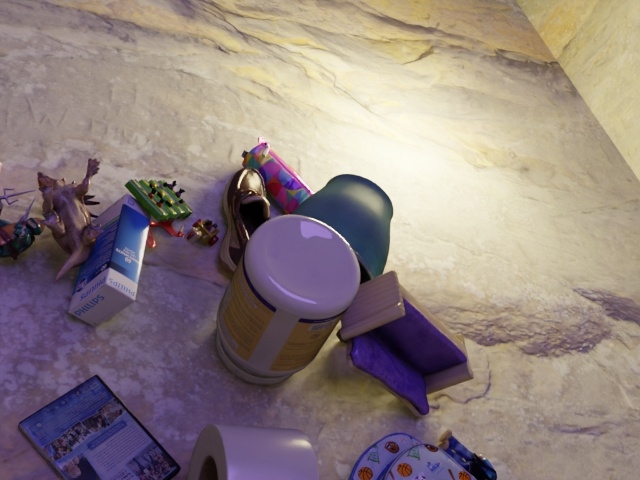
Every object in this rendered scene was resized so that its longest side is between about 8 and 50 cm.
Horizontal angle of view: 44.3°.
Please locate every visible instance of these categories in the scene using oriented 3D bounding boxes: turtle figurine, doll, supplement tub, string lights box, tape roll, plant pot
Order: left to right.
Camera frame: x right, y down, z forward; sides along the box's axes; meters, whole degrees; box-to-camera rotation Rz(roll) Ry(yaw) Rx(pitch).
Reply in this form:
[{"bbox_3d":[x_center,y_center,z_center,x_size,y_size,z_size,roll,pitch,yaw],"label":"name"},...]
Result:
[{"bbox_3d":[-0.647,-0.013,1.606,0.175,0.118,0.234,19,43,41],"label":"turtle figurine"},{"bbox_3d":[-0.442,0.039,1.662,0.076,0.133,0.260,37,35,-33],"label":"string lights box"},{"bbox_3d":[-0.125,0.451,1.384,0.169,0.246,0.246,9,46,-24],"label":"tape roll"},{"bbox_3d":[-0.080,0.134,1.639,0.240,0.331,0.241,13,48,-15],"label":"supplement tub"},{"bbox_3d":[0.047,-0.007,1.823,0.271,0.272,0.255,31,52,-1],"label":"plant pot"},{"bbox_3d":[0.343,0.512,1.759,0.189,0.046,0.129,40,32,-1],"label":"doll"}]

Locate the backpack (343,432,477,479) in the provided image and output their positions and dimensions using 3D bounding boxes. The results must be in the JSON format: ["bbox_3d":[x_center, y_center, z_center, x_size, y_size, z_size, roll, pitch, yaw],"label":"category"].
[{"bbox_3d":[0.171,0.519,1.541,0.263,0.213,0.276,36,43,20],"label":"backpack"}]

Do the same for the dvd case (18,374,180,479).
[{"bbox_3d":[-0.404,0.383,1.449,0.253,0.022,0.180,44,42,13],"label":"dvd case"}]

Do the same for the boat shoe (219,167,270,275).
[{"bbox_3d":[-0.167,-0.067,1.932,0.123,0.123,0.342,30,40,-24],"label":"boat shoe"}]

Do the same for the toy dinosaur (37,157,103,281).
[{"bbox_3d":[-0.515,-0.037,1.636,0.127,0.200,0.296,-6,66,-19],"label":"toy dinosaur"}]

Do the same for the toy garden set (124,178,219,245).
[{"bbox_3d":[-0.326,-0.070,1.814,0.204,0.049,0.244,47,7,1],"label":"toy garden set"}]

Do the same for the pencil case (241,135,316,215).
[{"bbox_3d":[-0.109,-0.162,2.093,0.236,0.104,0.104,47,43,13],"label":"pencil case"}]

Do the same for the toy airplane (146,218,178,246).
[{"bbox_3d":[-0.402,-0.041,1.852,0.151,0.028,0.151,17,45,-18],"label":"toy airplane"}]

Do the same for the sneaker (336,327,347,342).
[{"bbox_3d":[0.134,0.229,1.889,0.192,0.064,0.086,-8,50,-40],"label":"sneaker"}]

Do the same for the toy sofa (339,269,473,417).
[{"bbox_3d":[0.195,0.237,1.728,0.362,0.150,0.177,42,31,-42],"label":"toy sofa"}]
